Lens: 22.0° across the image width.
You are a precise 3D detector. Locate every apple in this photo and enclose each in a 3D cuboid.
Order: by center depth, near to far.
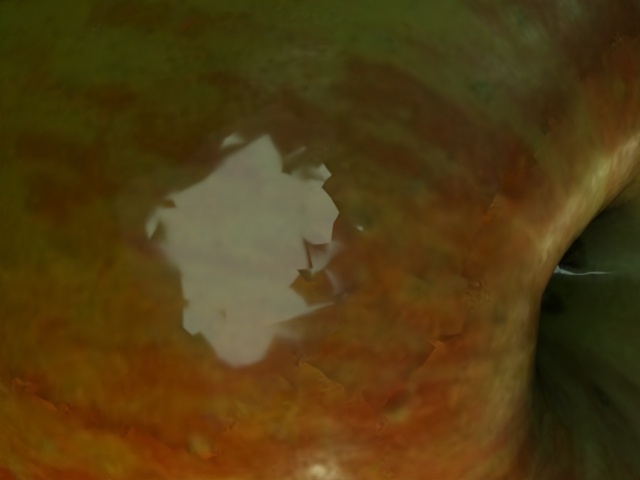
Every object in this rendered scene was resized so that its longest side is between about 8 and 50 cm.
[{"bbox_3d":[0.000,0.000,0.538,0.302,0.301,0.301,1,92,24],"label":"apple"}]
